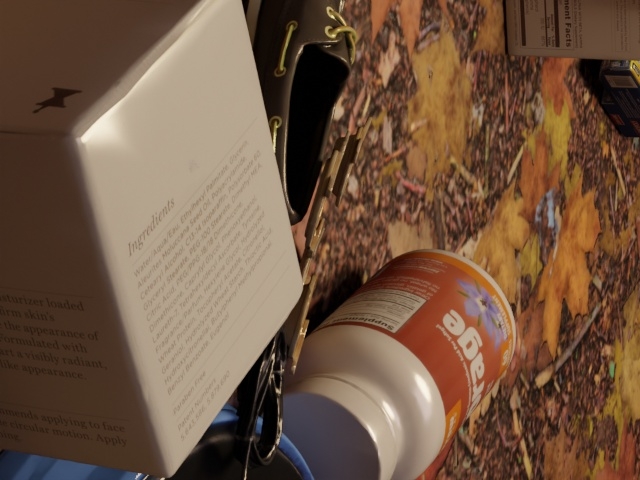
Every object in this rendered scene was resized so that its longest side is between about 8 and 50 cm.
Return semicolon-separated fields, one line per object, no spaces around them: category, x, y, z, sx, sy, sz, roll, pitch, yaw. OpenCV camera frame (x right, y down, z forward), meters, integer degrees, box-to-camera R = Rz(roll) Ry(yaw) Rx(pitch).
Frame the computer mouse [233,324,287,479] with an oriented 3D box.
computer mouse;-0.058;0.149;0.920;0.071;0.041;0.242;72;27;-55

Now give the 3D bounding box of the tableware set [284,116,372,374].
tableware set;0.000;0.000;1.109;0.141;0.020;0.169;-71;177;-65

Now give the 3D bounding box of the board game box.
board game box;0.334;-0.229;1.786;0.194;0.060;0.194;38;60;-60

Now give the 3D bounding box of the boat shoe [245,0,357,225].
boat shoe;-0.013;-0.107;1.088;0.081;0.068;0.228;54;48;-55

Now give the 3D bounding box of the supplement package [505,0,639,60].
supplement package;0.260;-0.312;1.520;0.204;0.145;0.262;-40;130;-55

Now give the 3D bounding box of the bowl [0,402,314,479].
bowl;-0.099;0.274;0.984;0.391;0.077;0.391;-21;113;-62

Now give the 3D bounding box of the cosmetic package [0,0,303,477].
cosmetic package;-0.118;-0.015;0.798;0.151;0.151;0.184;-53;142;-47

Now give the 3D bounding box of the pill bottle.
pill bottle;0.045;0.098;1.190;0.216;0.121;0.121;-41;131;-55
